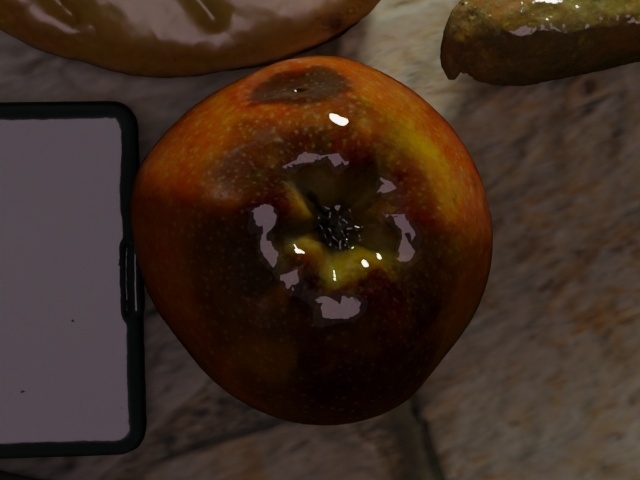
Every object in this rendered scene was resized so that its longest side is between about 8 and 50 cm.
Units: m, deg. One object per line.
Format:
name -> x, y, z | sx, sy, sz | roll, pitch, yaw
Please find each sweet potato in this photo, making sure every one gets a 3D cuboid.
sweet potato -> 0.212, -0.145, 1.127 | 0.273, 0.075, 0.075 | -6, 94, -6

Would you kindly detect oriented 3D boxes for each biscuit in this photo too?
biscuit -> -0.103, -0.182, 1.124 | 0.299, 0.045, 0.154 | -5, 95, -1

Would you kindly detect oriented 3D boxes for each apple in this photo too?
apple -> 0.000, 0.000, 1.055 | 0.230, 0.230, 0.230 | 0, 93, -2

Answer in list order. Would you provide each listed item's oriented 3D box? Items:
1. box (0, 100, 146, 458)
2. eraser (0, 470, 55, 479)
box -> -0.194, 0.026, 1.126 | 0.160, 0.050, 0.230 | -1, 93, -6
eraser -> -0.245, 0.254, 1.093 | 0.331, 0.150, 0.331 | 0, 92, -1
